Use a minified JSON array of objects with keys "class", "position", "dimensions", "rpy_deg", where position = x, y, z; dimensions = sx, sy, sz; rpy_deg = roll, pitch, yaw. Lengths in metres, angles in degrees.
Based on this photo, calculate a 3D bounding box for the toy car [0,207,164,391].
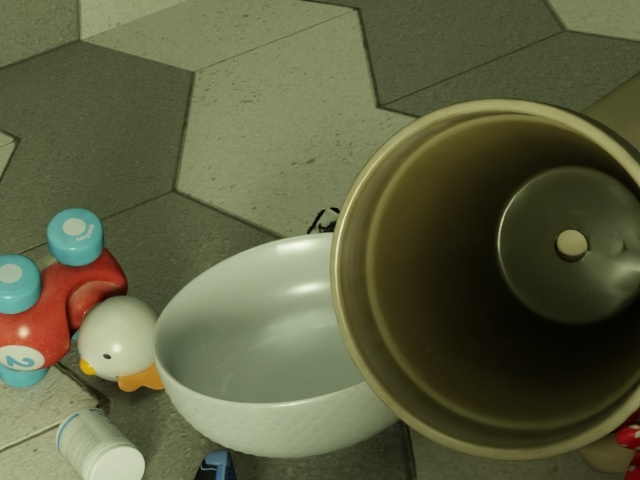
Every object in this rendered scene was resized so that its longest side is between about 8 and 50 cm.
[{"class":"toy car","position":[-0.298,0.125,1.339],"dimensions":[0.238,0.219,0.210],"rpy_deg":[36,54,18]}]

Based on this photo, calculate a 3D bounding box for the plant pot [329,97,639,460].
[{"class":"plant pot","position":[0.213,0.023,1.012],"dimensions":[0.323,0.323,0.280],"rpy_deg":[3,7,28]}]

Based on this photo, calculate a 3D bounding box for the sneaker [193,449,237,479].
[{"class":"sneaker","position":[-0.135,0.306,1.039],"dimensions":[0.090,0.081,0.232],"rpy_deg":[-7,32,6]}]

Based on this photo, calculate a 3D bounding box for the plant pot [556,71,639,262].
[{"class":"plant pot","position":[0.313,-0.025,1.231],"dimensions":[0.274,0.256,0.256],"rpy_deg":[-26,29,15]}]

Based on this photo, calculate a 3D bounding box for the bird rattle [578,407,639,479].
[{"class":"bird rattle","position":[0.338,0.171,0.986],"dimensions":[0.253,0.143,0.207],"rpy_deg":[-47,6,-37]}]

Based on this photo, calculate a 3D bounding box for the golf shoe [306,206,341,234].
[{"class":"golf shoe","position":[0.000,0.000,1.446],"dimensions":[0.198,0.094,0.077],"rpy_deg":[-29,35,-17]}]

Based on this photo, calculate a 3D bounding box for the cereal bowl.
[{"class":"cereal bowl","position":[-0.015,0.133,1.190],"dimensions":[0.338,0.141,0.339],"rpy_deg":[-9,31,6]}]

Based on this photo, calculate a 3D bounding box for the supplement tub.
[{"class":"supplement tub","position":[-0.259,0.247,1.199],"dimensions":[0.071,0.071,0.107],"rpy_deg":[-31,34,-22]}]
